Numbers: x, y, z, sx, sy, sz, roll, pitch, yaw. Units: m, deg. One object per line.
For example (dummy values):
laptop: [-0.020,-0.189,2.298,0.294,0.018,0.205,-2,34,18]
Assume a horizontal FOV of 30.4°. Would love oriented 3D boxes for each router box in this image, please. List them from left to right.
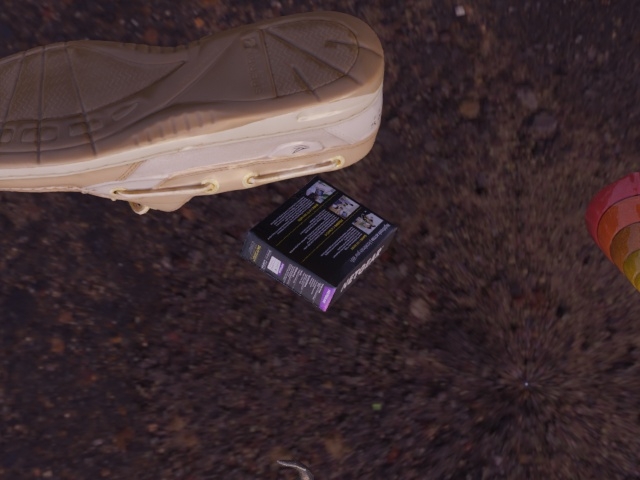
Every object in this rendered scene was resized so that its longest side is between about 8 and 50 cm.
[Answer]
router box: [0.000,0.000,1.505,0.133,0.179,0.046,33,129,12]

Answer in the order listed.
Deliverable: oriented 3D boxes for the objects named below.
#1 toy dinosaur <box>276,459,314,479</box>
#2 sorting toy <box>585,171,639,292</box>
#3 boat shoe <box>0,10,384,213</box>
toy dinosaur: [0.004,0.399,1.536,0.160,0.313,0.121,2,54,50]
sorting toy: [0.413,0.093,1.246,0.127,0.126,0.365,-31,115,30]
boat shoe: [-0.059,-0.037,0.430,0.170,0.059,0.063,-7,52,4]
